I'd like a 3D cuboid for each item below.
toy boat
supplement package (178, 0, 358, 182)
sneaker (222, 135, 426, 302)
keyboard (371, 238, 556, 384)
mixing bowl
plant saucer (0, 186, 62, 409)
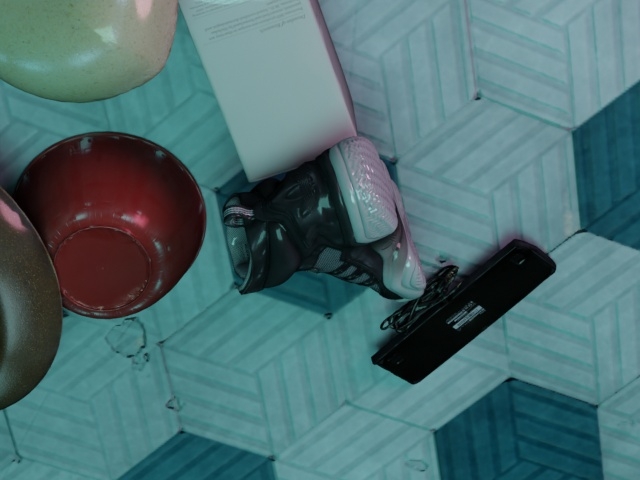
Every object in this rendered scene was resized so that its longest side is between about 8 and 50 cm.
[{"bbox_3d":[-0.170,-0.264,1.281,0.318,0.148,0.267,-47,73,13],"label":"toy boat"},{"bbox_3d":[-0.043,-0.160,1.376,0.105,0.105,0.179,-18,117,6],"label":"supplement package"},{"bbox_3d":[0.000,0.000,1.418,0.153,0.101,0.268,-17,156,7],"label":"sneaker"},{"bbox_3d":[0.128,0.058,1.551,0.192,0.038,0.100,-41,136,16],"label":"keyboard"},{"bbox_3d":[-0.194,0.004,1.457,0.181,0.098,0.181,-2,119,-3],"label":"mixing bowl"},{"bbox_3d":[-0.383,0.045,1.442,0.311,0.050,0.310,8,123,13],"label":"plant saucer"}]
